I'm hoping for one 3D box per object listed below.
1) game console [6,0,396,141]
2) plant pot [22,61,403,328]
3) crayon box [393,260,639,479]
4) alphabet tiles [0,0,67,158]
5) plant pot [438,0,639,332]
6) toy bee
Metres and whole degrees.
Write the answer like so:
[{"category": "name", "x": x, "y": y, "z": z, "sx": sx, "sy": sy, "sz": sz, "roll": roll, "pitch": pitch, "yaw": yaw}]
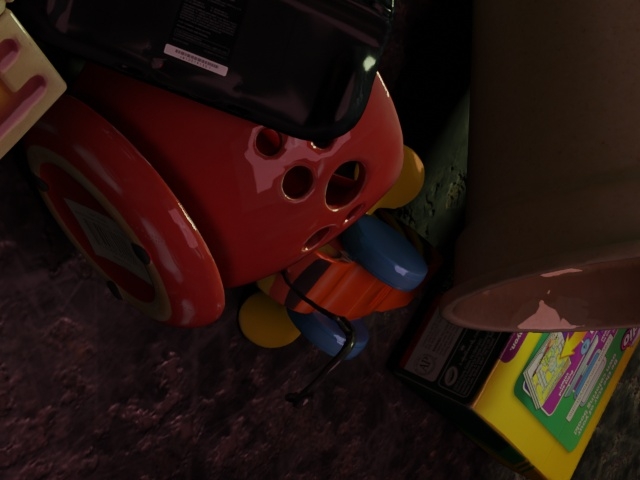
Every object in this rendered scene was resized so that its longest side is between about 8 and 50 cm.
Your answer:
[{"category": "game console", "x": -0.132, "y": -0.135, "z": 0.557, "sx": 0.361, "sy": 0.044, "sz": 0.213, "roll": 18, "pitch": 95, "yaw": -21}, {"category": "plant pot", "x": -0.073, "y": -0.057, "z": 0.694, "sx": 0.174, "sy": 0.191, "sz": 0.191, "roll": -39, "pitch": 135, "yaw": -23}, {"category": "crayon box", "x": 0.260, "y": 0.057, "z": 1.229, "sx": 0.362, "sy": 0.106, "sz": 0.313, "roll": -60, "pitch": 144, "yaw": -11}, {"category": "alphabet tiles", "x": -0.235, "y": -0.063, "z": 0.402, "sx": 0.342, "sy": 0.011, "sz": 0.285, "roll": -50, "pitch": 146, "yaw": -15}, {"category": "plant pot", "x": 0.251, "y": -0.100, "z": 0.948, "sx": 0.334, "sy": 0.334, "sz": 0.305, "roll": 14, "pitch": 67, "yaw": -53}, {"category": "toy bee", "x": 0.000, "y": 0.000, "z": 0.857, "sx": 0.195, "sy": 0.162, "sz": 0.298, "roll": -47, "pitch": 173, "yaw": -1}]
